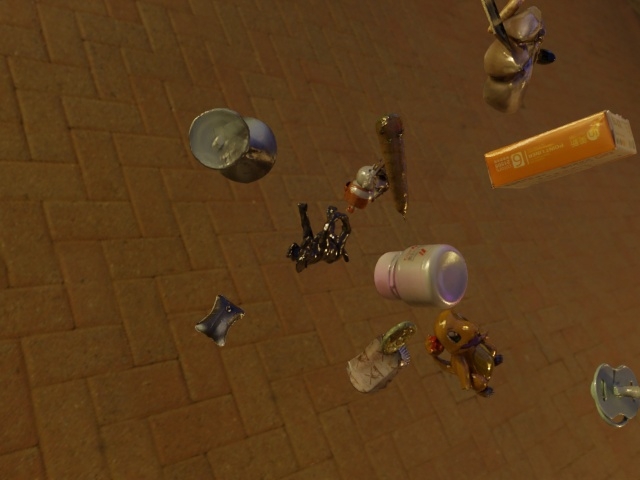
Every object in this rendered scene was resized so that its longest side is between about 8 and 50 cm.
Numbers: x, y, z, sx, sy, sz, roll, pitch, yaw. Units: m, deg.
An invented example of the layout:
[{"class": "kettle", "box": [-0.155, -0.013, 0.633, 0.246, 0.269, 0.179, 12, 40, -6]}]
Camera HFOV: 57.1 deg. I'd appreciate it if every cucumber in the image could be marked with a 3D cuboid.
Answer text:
[{"class": "cucumber", "box": [0.647, -0.538, 1.718, 0.048, 0.048, 0.105, 28, 15, -23]}]

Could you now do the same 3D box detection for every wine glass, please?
[{"class": "wine glass", "box": [-0.315, -0.338, 2.103, 0.267, 0.267, 0.406, 47, 7, 0]}]

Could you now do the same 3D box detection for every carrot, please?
[{"class": "carrot", "box": [0.203, -0.189, 1.565, 0.078, 0.078, 0.298, -21, 104, -51]}]

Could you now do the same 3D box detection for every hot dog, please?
[{"class": "hot dog", "box": [0.141, 0.307, 1.450, 0.108, 0.191, 0.059, 44, 35, 6]}]

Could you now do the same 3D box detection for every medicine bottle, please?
[{"class": "medicine bottle", "box": [0.381, 0.138, 2.262, 0.241, 0.302, 0.241, 3, 85, -40]}]

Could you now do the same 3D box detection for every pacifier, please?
[{"class": "pacifier", "box": [0.603, 0.303, 1.152, 0.150, 0.117, 0.126, 18, 71, -30]}]

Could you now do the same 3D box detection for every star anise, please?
[{"class": "star anise", "box": [0.176, -0.168, 1.695, 0.056, 0.124, 0.129, 24, 24, 14]}]

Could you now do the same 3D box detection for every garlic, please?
[{"class": "garlic", "box": [0.521, -0.483, 1.595, 0.132, 0.279, 0.325, 15, 43, 25]}]

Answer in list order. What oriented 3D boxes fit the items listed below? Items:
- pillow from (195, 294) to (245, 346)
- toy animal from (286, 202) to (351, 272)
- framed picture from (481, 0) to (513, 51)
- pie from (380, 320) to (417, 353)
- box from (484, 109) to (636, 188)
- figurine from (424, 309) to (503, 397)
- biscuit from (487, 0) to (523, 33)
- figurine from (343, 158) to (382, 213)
[{"class": "pillow", "box": [-0.275, 0.219, 1.626, 0.091, 0.055, 0.135, 53, 49, -27]}, {"class": "toy animal", "box": [0.000, 0.000, 1.279, 0.084, 0.148, 0.233, 22, 9, 26]}, {"class": "framed picture", "box": [0.408, -0.561, 1.413, 0.136, 0.010, 0.200, 3, 67, -57]}, {"class": "pie", "box": [0.142, 0.177, 1.081, 0.084, 0.084, 0.021, 1, 40, -44]}, {"class": "box", "box": [0.536, -0.195, 1.314, 0.221, 0.274, 0.091, -8, 82, -50]}, {"class": "figurine", "box": [0.230, 0.182, 1.007, 0.121, 0.122, 0.176, -58, 133, -31]}, {"class": "biscuit", "box": [0.576, -0.703, 1.666, 0.030, 0.160, 0.249, 39, 75, -2]}, {"class": "figurine", "box": [0.188, -0.222, 2.438, 0.143, 0.271, 0.143, 30, 36, -25]}]
